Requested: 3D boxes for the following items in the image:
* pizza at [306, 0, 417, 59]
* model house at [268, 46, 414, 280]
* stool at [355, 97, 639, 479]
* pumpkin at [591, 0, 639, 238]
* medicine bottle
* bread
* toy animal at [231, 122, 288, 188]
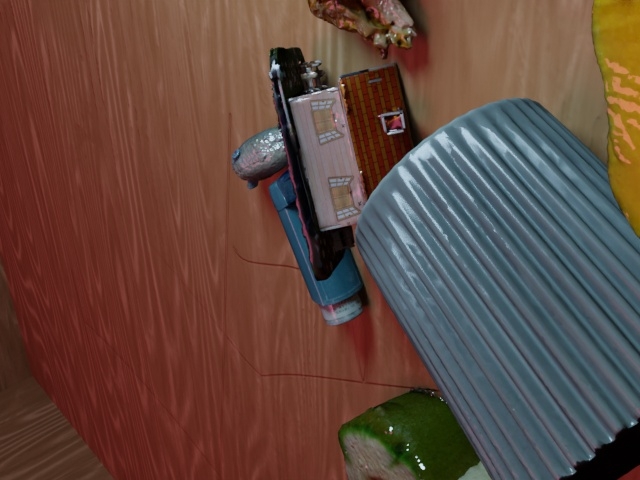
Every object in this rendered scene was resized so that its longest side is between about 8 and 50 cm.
[{"bbox_3d":[0.034,-0.281,1.236,0.194,0.069,0.154,46,165,22],"label":"pizza"},{"bbox_3d":[0.048,-0.117,1.346,0.207,0.153,0.294,-45,-57,-75],"label":"model house"},{"bbox_3d":[0.219,0.059,1.024,0.330,0.297,0.297,55,151,24],"label":"stool"},{"bbox_3d":[0.323,-0.122,0.856,0.221,0.139,0.317,16,129,50],"label":"pumpkin"},{"bbox_3d":[0.000,0.000,1.543,0.124,0.079,0.258,2,115,58],"label":"medicine bottle"},{"bbox_3d":[0.179,0.396,1.522,0.366,0.129,0.382,60,151,7],"label":"bread"},{"bbox_3d":[-0.065,-0.138,1.537,0.070,0.079,0.253,45,155,-11],"label":"toy animal"}]
